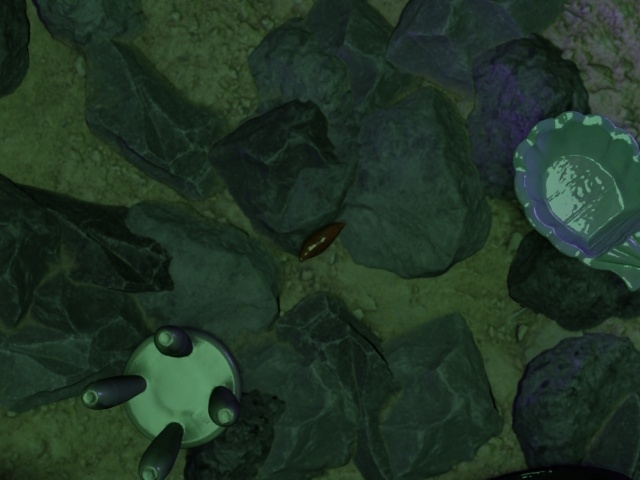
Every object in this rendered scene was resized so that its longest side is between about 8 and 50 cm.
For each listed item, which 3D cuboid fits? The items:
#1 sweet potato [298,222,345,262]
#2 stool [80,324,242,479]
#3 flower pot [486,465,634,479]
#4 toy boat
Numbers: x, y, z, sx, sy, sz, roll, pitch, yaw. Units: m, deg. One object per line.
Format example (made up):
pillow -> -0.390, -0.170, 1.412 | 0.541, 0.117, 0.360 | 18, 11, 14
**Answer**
sweet potato -> 0.000, 0.000, 1.677 | 0.095, 0.034, 0.034 | -38, 89, -7
stool -> -0.230, 0.241, 1.615 | 0.195, 0.198, 0.195 | -38, 90, 5
flower pot -> 0.344, 0.534, 1.549 | 0.293, 0.293, 0.330 | -9, 98, 4
toy boat -> 0.415, -0.061, 1.615 | 0.199, 0.100, 0.290 | -39, 88, 4
